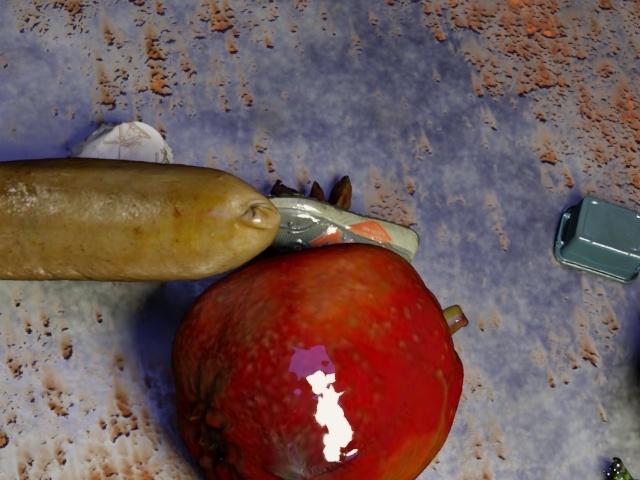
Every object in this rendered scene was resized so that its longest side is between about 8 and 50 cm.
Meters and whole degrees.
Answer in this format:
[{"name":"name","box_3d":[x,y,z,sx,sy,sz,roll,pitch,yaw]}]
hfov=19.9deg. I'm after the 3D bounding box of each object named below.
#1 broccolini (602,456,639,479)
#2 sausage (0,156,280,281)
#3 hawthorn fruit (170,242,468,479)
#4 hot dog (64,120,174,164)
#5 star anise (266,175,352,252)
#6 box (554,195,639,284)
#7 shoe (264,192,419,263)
[{"name":"broccolini","box_3d":[0.405,0.317,1.852,0.272,0.062,0.123,19,74,-5]},{"name":"sausage","box_3d":[-0.279,-0.021,1.773,0.501,0.136,0.123,1,86,11]},{"name":"hawthorn fruit","box_3d":[0.011,0.126,1.744,0.307,0.265,0.265,-30,75,-23]},{"name":"hot dog","box_3d":[-0.232,-0.047,1.890,0.099,0.053,0.192,34,69,5]},{"name":"star anise","box_3d":[0.000,-0.001,1.910,0.168,0.057,0.167,4,65,-8]},{"name":"box","box_3d":[0.309,-0.004,1.972,0.099,0.054,0.074,18,66,-3]},{"name":"shoe","box_3d":[0.006,0.008,1.840,0.194,0.074,0.077,14,70,-17]}]
